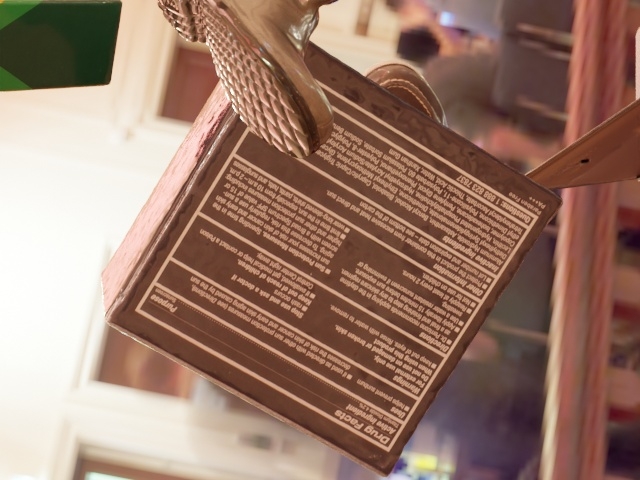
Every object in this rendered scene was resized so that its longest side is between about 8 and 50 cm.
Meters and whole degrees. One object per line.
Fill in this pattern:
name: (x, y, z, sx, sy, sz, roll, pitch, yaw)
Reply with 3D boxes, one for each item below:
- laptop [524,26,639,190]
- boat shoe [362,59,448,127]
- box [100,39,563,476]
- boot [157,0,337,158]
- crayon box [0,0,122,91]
laptop: (0.423, -0.242, 1.825, 0.382, 0.236, 0.408, -36, 35, 43)
boat shoe: (0.106, -0.045, 1.814, 0.095, 0.112, 0.335, -110, 9, -52)
box: (0.000, 0.000, 1.441, 0.294, 0.296, 0.183, -58, 14, 4)
boot: (-0.009, -0.169, 1.112, 0.246, 0.161, 0.083, 53, 162, 41)
crayon box: (-0.450, -0.245, 1.687, 0.313, 0.363, 0.106, -10, -66, -54)
